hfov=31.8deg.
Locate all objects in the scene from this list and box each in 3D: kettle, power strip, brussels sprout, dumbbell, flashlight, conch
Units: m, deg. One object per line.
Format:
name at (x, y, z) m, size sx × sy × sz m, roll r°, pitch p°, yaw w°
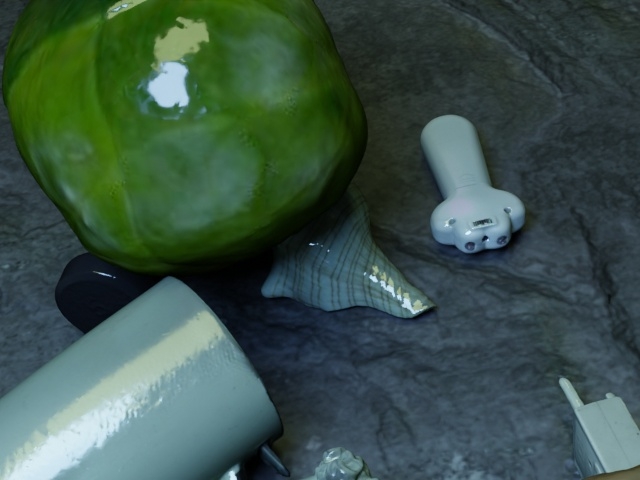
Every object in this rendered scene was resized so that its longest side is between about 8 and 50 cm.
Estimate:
kettle at (-0.158, 0.185, 0.888) m, size 0.255 × 0.165 × 0.240 m, roll -35°, pitch 76°, yaw -21°
power strip at (0.223, 0.168, 0.864) m, size 0.042 × 0.075 × 0.175 m, roll -16°, pitch 42°, yaw -4°
brussels sprout at (-0.120, -0.131, 0.991) m, size 0.289 × 0.281 × 0.354 m, roll -25°, pitch 25°, yaw 18°
dumbbell at (-0.187, 0.001, 1.117) m, size 0.100 × 0.100 × 0.191 m, roll 1°, pitch 45°, yaw 14°
flashlight at (0.145, -0.058, 1.142) m, size 0.093 × 0.047 × 0.200 m, roll -12°, pitch 40°, yaw 0°
conch at (-0.010, -0.007, 1.079) m, size 0.137 × 0.114 × 0.234 m, roll -29°, pitch 48°, yaw -5°

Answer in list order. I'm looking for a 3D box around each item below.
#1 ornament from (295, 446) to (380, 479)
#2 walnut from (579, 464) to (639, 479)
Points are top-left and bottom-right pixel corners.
ornament at (-0.060, 0.268, 0.798) m, size 0.285 × 0.130 × 0.120 m, roll -33°, pitch 40°, yaw -11°
walnut at (0.202, 0.269, 0.628) m, size 0.285 × 0.285 × 0.296 m, roll 1°, pitch 66°, yaw 14°
